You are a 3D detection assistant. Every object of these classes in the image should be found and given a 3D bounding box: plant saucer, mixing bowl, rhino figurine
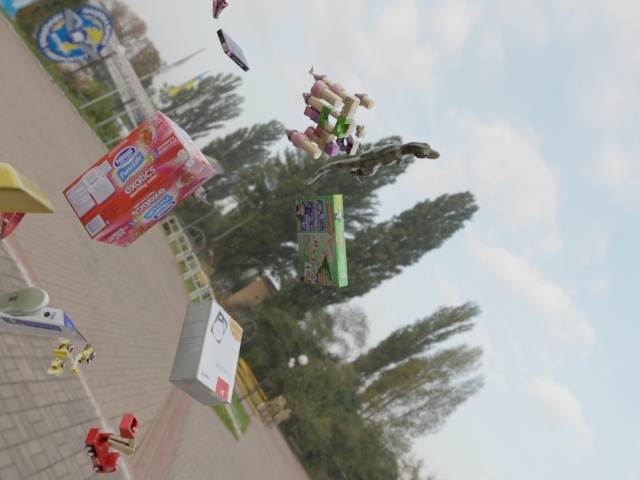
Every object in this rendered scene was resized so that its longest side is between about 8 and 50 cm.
[{"bbox_3d":[-0.943,-0.148,1.408,0.333,0.333,0.081,145,-54,-75],"label":"plant saucer"},{"bbox_3d":[-1.261,-0.104,2.053,0.098,0.181,0.181,33,-4,-16],"label":"mixing bowl"},{"bbox_3d":[-0.451,-0.186,1.715,0.243,0.073,0.106,35,21,17],"label":"rhino figurine"}]

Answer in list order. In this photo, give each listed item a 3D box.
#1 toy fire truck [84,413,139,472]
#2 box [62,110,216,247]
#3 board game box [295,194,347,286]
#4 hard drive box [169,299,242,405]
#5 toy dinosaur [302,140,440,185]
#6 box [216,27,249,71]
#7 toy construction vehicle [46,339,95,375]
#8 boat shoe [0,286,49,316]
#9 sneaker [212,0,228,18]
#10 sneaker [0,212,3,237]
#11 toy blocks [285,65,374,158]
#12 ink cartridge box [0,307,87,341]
[{"bbox_3d":[-0.535,0.533,1.341,0.047,0.135,0.192,-92,-179,-58],"label":"toy fire truck"},{"bbox_3d":[-0.360,-0.117,1.035,0.128,0.257,0.122,52,4,14],"label":"box"},{"bbox_3d":[0.000,0.000,1.844,0.213,0.046,0.317,2,-83,48],"label":"board game box"},{"bbox_3d":[-0.309,0.313,1.427,0.181,0.089,0.232,59,28,-48],"label":"hard drive box"},{"bbox_3d":[0.101,-0.157,1.036,0.118,0.268,0.064,-23,99,-78],"label":"toy dinosaur"},{"bbox_3d":[-0.357,-0.776,2.108,0.162,0.029,0.116,25,40,-63],"label":"box"},{"bbox_3d":[-0.549,0.253,1.128,0.098,0.086,0.035,-82,173,-60],"label":"toy construction vehicle"},{"bbox_3d":[-0.924,0.200,1.626,0.081,0.227,0.079,50,41,-50],"label":"boat shoe"},{"bbox_3d":[-0.360,-0.842,1.851,0.119,0.057,0.047,128,-40,-67],"label":"sneaker"},{"bbox_3d":[-1.141,-0.102,1.760,0.088,0.093,0.225,123,-40,-51],"label":"sneaker"},{"bbox_3d":[0.017,-0.513,2.070,0.260,0.309,0.288,41,-55,26],"label":"toy blocks"},{"bbox_3d":[-1.006,0.286,1.833,0.165,0.333,0.065,111,-11,-60],"label":"ink cartridge box"}]
